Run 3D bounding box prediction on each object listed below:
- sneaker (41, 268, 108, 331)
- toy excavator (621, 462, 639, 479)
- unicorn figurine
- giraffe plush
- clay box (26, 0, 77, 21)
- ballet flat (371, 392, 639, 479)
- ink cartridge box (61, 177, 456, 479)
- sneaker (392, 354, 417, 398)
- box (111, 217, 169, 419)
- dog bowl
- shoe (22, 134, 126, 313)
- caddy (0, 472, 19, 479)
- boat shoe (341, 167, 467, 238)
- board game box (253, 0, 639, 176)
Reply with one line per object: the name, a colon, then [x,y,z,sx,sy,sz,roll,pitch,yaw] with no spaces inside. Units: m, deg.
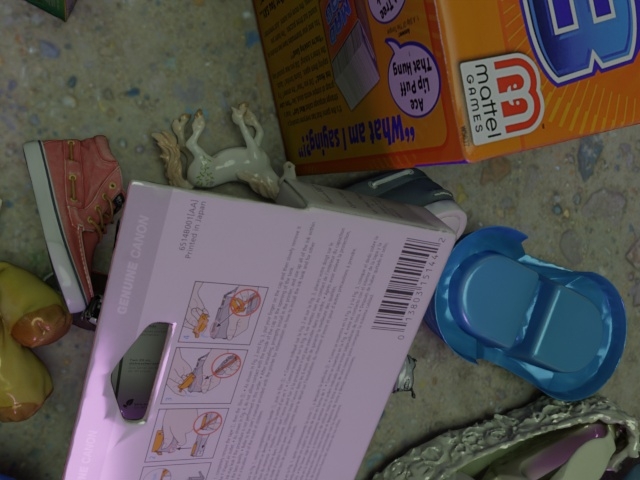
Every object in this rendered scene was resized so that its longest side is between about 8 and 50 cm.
sneaker: [-0.201,0.071,0.656,0.158,0.065,0.061,23,85,-21]
toy excavator: [0.364,0.378,0.740,0.445,0.433,0.222,26,113,4]
unicorn figurine: [-0.087,-0.087,0.698,0.162,0.060,0.111,-11,95,0]
giraffe plush: [-0.313,0.064,0.537,0.181,0.170,0.210,-1,92,-6]
clay box: [-0.204,-0.320,0.595,0.053,0.127,0.222,26,84,-20]
ballet flat: [0.218,0.290,0.800,0.409,0.147,0.147,-23,101,-18]
ink cartridge box: [-0.058,0.095,0.536,0.261,0.066,0.296,9,112,-27]
sneaker: [0.084,0.177,0.789,0.069,0.038,0.098,34,82,-19]
box: [-0.120,0.131,0.624,0.169,0.087,0.290,3,115,-23]
dog bowl: [0.250,0.090,0.830,0.297,0.074,0.166,25,84,-20]
shoe: [-0.218,-0.023,0.617,0.081,0.063,0.178,-14,67,-23]
caddy: [-0.387,0.305,0.544,0.341,0.179,0.241,6,114,-22]
boat shoe: [0.000,0.000,0.731,0.319,0.116,0.099,-18,56,-12]
board game box: [0.152,-0.271,0.614,0.356,0.356,0.356,-15,99,-20]
